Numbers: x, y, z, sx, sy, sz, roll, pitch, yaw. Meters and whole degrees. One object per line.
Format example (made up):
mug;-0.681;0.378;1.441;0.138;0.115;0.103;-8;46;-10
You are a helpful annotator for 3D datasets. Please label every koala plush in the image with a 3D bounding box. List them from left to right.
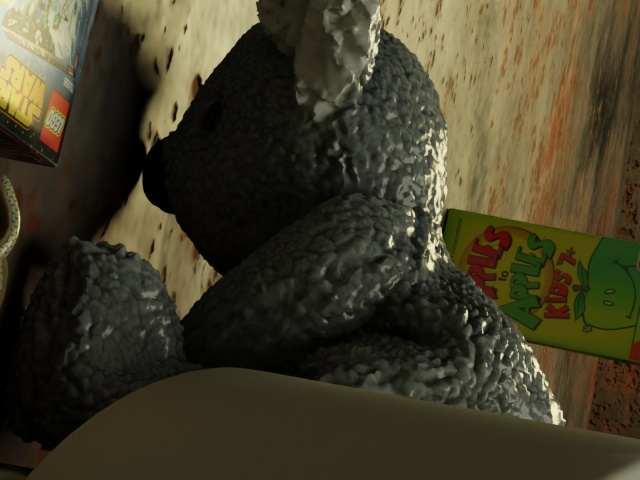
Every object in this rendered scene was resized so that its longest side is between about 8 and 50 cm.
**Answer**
koala plush;0.000;0.000;0.756;0.196;0.203;0.221;69;23;-65

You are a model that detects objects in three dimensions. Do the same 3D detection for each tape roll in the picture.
tape roll;0.019;0.168;0.539;0.246;0.169;0.246;-11;104;-51

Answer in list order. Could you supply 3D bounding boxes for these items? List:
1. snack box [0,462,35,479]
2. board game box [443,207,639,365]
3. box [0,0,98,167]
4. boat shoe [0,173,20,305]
snack box;-0.144;0.150;0.524;0.322;0.060;0.187;40;62;-74
board game box;0.182;0.038;1.444;0.043;0.181;0.092;32;70;-75
box;-0.105;-0.085;0.565;0.137;0.027;0.094;47;54;-72
boat shoe;-0.115;-0.004;0.495;0.190;0.072;0.068;58;45;-70
